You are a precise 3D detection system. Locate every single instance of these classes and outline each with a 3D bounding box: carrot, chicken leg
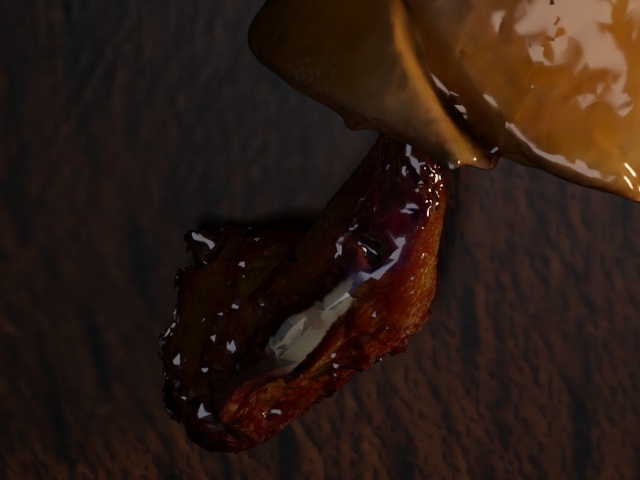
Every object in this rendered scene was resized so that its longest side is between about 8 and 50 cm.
[{"bbox_3d":[0.101,-0.148,0.571,0.196,0.196,0.254,20,104,8],"label":"carrot"},{"bbox_3d":[0.004,0.006,0.740,0.205,0.053,0.093,-42,81,22],"label":"chicken leg"}]
